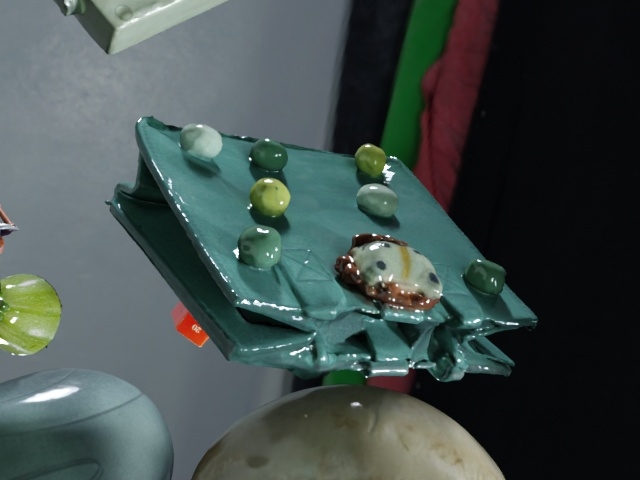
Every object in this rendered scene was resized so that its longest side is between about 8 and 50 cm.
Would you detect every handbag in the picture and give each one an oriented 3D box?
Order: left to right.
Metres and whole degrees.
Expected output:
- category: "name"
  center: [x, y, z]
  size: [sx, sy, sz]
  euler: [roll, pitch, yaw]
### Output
- category: "handbag"
  center: [0.001, -0.005, 0.771]
  size: [0.274, 0.269, 0.100]
  euler: [48, -57, 51]

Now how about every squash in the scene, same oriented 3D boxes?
- category: "squash"
  center: [-0.384, 0.086, 1.195]
  size: [0.132, 0.105, 0.105]
  euler: [39, 60, -79]

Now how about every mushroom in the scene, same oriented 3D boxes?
- category: "mushroom"
  center: [0.018, 0.205, 0.661]
  size: [0.178, 0.227, 0.226]
  euler: [-79, -168, -49]

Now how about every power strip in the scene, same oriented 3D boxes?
- category: "power strip"
  center: [-0.052, -0.213, 0.670]
  size: [0.080, 0.286, 0.048]
  euler: [58, -24, 1]

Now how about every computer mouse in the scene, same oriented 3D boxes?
- category: "computer mouse"
  center: [-0.294, 0.225, 0.835]
  size: [0.122, 0.371, 0.188]
  euler: [-32, -103, 66]

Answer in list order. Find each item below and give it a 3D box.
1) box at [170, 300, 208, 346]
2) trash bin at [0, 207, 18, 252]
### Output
- category: "box"
  center: [-0.119, 0.051, 1.218]
  size: [0.152, 0.048, 0.100]
  euler: [-49, -169, -2]
- category: "trash bin"
  center: [-0.559, 0.037, 1.451]
  size: [0.161, 0.184, 0.238]
  euler: [47, -44, 27]
